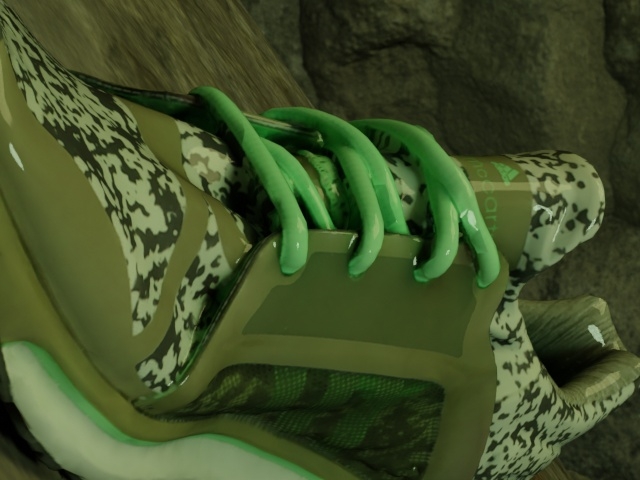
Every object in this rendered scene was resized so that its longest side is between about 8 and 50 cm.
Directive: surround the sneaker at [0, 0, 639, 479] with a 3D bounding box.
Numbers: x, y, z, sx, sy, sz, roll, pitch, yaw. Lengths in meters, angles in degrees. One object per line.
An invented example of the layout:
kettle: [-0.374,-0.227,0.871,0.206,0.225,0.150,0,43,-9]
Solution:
sneaker: [0.000,0.000,0.642,0.158,0.182,0.410,60,9,32]
